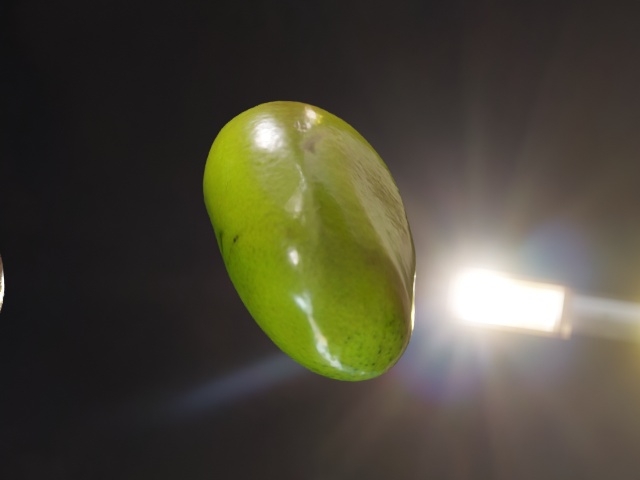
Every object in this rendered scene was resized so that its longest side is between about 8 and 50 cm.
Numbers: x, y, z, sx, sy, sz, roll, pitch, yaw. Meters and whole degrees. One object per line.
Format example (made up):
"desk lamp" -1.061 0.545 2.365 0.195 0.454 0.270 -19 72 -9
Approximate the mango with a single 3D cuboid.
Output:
"mango" -0.003 -0.005 0.947 0.117 0.089 0.163 59 -176 -23

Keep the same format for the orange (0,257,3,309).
"orange" -0.256 0.023 1.165 0.155 0.134 0.154 11 -108 -38
